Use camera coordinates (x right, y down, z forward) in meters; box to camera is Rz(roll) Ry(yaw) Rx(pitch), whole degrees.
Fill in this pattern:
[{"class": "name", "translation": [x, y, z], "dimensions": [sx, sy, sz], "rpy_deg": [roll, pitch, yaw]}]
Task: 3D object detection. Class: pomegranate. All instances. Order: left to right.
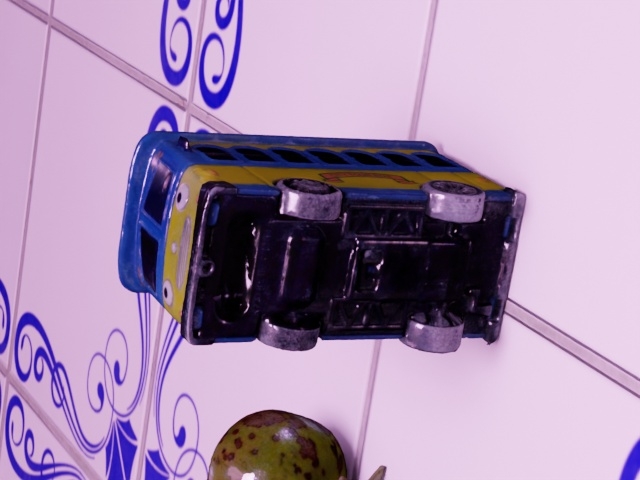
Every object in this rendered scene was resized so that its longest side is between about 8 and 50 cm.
[{"class": "pomegranate", "translation": [-0.030, 0.229, 1.812], "dimensions": [0.169, 0.148, 0.148], "rpy_deg": [13, 101, 56]}]

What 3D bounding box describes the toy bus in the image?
[{"class": "toy bus", "translation": [0.000, 0.000, 1.593], "dimensions": [0.175, 0.287, 0.138], "rpy_deg": [35, 120, 57]}]
